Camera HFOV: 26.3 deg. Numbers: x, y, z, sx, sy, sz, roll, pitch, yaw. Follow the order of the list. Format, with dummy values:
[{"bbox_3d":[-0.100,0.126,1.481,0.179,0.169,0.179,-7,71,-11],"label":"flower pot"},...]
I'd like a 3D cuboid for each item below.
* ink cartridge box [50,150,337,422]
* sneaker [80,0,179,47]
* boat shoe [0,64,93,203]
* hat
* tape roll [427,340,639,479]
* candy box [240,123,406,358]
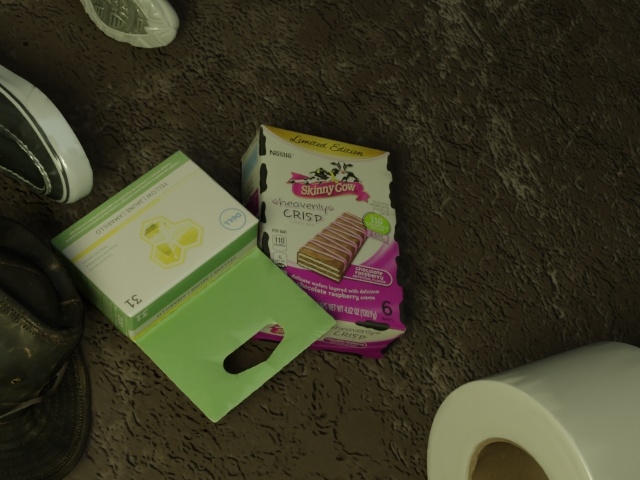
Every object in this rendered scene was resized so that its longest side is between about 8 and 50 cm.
[{"bbox_3d":[-0.121,0.039,1.329,0.171,0.056,0.235,-38,65,-26],"label":"ink cartridge box"},{"bbox_3d":[-0.237,-0.316,1.548,0.232,0.090,0.115,42,46,3],"label":"sneaker"},{"bbox_3d":[-0.356,-0.131,1.342,0.306,0.113,0.105,44,56,9],"label":"boat shoe"},{"bbox_3d":[-0.298,0.060,1.162,0.331,0.134,0.331,35,31,-25],"label":"hat"},{"bbox_3d":[0.243,0.232,1.317,0.169,0.246,0.246,-14,66,-33],"label":"tape roll"},{"bbox_3d":[0.000,0.000,1.463,0.159,0.071,0.233,10,54,-21],"label":"candy box"}]
